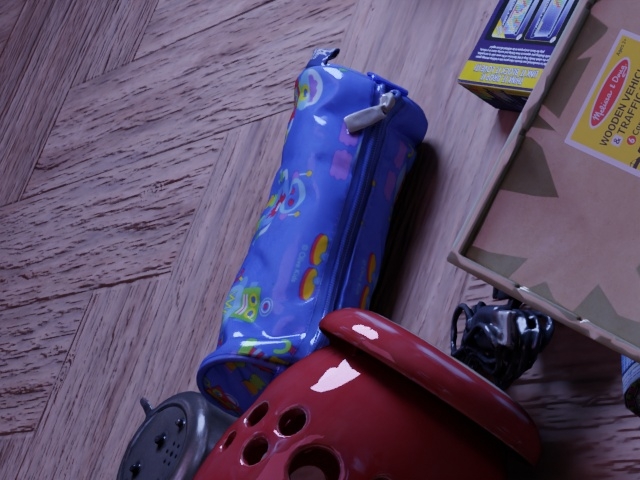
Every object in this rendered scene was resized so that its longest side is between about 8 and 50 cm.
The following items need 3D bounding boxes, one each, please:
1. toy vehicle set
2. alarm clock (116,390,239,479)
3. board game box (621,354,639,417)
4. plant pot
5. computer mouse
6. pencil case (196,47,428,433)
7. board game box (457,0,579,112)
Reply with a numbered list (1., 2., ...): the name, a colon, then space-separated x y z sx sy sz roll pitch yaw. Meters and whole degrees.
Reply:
1. toy vehicle set: 0.203 -0.068 1.047 0.166 0.035 0.267 30 95 35
2. alarm clock: -0.117 0.202 1.509 0.129 0.064 0.192 -48 32 18
3. board game box: 0.249 0.023 1.081 0.194 0.060 0.194 -34 35 38
4. plant pot: 0.033 0.148 1.171 0.174 0.191 0.191 -58 27 -5
5. computer mouse: 0.160 -0.032 1.224 0.272 0.072 0.188 -57 3 -5
6. pencil case: 0.000 0.000 1.451 0.133 0.119 0.306 -41 29 63
7. board game box: 0.195 -0.164 1.379 0.141 0.048 0.170 -63 28 -4
